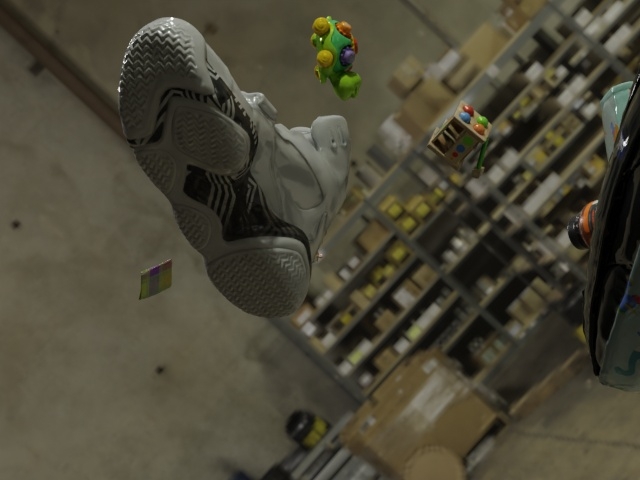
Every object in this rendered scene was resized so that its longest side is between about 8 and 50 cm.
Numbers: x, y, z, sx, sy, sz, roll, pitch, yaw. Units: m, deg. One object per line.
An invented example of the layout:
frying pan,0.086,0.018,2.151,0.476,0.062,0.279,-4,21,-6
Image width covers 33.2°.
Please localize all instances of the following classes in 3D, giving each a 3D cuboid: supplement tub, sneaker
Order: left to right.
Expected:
sneaker,-0.081,-0.109,1.173,0.137,0.366,0.210,-1,39,29
supplement tub,0.565,-0.035,2.033,0.198,0.106,0.106,-18,23,50

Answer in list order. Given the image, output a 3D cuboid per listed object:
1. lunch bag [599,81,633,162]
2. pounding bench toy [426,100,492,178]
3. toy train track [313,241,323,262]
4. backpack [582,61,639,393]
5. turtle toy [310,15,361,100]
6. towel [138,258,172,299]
lunch bag,0.511,-0.106,1.609,0.160,0.223,0.262,-11,-15,32
pounding bench toy,0.192,-0.127,1.375,0.065,0.083,0.052,-48,7,35
toy train track,0.000,0.000,1.657,0.048,0.014,0.083,73,-157,-45
backpack,0.349,-0.010,0.952,0.290,0.273,0.356,-65,-2,-59
turtle toy,0.024,-0.271,1.599,0.066,0.130,0.095,-6,-6,-4
towel,-0.296,0.070,1.933,0.083,0.009,0.060,-28,-47,-49
